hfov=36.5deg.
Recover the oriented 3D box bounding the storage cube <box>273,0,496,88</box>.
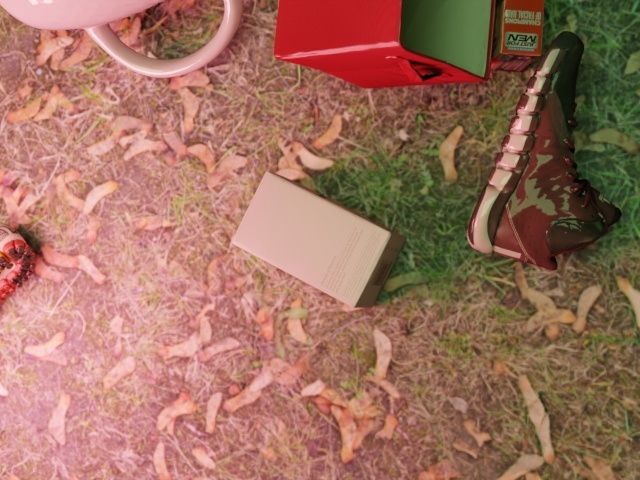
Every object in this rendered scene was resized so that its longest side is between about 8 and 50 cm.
[{"bbox_3d":[0.079,-0.291,1.151,0.193,0.184,0.215,5,88,42],"label":"storage cube"}]

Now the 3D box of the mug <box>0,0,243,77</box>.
[{"bbox_3d":[-0.253,-0.387,1.262,0.328,0.276,0.374,-27,110,18],"label":"mug"}]

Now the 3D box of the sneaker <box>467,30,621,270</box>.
[{"bbox_3d":[0.297,-0.094,1.161,0.162,0.106,0.281,23,102,9],"label":"sneaker"}]

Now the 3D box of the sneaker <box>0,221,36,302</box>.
[{"bbox_3d":[-0.496,0.069,1.387,0.225,0.088,0.092,-47,56,8],"label":"sneaker"}]

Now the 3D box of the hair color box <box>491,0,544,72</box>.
[{"bbox_3d":[0.237,-0.297,1.179,0.053,0.093,0.167,3,87,-2],"label":"hair color box"}]

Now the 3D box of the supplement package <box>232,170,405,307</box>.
[{"bbox_3d":[0.000,0.000,1.227,0.179,0.105,0.105,27,94,15],"label":"supplement package"}]
